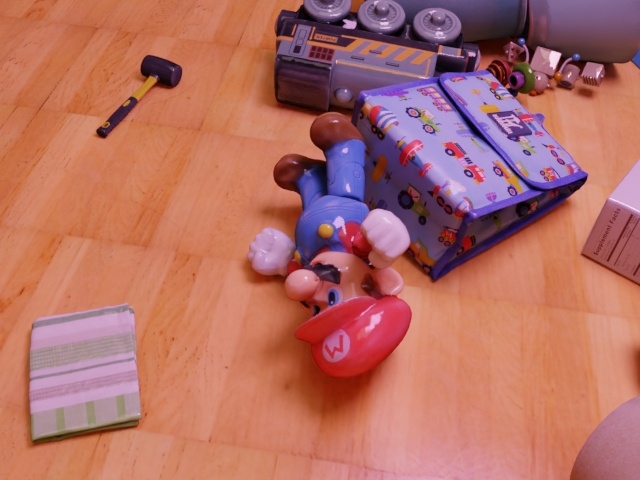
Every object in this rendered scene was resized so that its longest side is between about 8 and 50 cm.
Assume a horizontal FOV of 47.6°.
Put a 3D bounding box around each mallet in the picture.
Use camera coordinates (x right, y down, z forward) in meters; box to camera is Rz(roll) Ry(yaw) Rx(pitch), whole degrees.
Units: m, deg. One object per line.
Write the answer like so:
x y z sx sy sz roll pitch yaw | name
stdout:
-0.276 -0.219 1.120 0.062 0.039 0.189 15 51 7 | mallet

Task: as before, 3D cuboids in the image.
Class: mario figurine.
0.000 0.000 0.807 0.170 0.198 0.320 -7 53 -5 | mario figurine

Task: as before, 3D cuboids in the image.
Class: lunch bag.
0.205 -0.113 0.974 0.293 0.138 0.221 -24 63 -32 | lunch bag

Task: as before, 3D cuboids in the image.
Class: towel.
-0.252 0.140 0.778 0.113 0.023 0.152 -9 49 -10 | towel

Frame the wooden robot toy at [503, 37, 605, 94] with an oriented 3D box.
0.377 -0.273 1.215 0.173 0.076 0.079 22 83 16 | wooden robot toy

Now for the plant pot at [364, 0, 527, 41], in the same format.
0.195 -0.462 1.249 0.255 0.271 0.271 -9 45 7 | plant pot

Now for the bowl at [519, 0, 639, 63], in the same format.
0.412 -0.437 1.224 0.163 0.311 0.311 -11 45 7 | bowl

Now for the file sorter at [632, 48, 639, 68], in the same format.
0.626 -0.361 1.233 0.105 0.170 0.118 -6 46 -15 | file sorter

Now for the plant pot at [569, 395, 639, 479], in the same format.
0.346 0.253 0.578 0.257 0.256 0.274 -21 35 -23 | plant pot

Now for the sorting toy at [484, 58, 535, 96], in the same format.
0.300 -0.259 1.182 0.042 0.061 0.102 -19 27 -21 | sorting toy

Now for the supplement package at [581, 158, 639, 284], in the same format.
0.443 -0.002 0.908 0.179 0.105 0.105 33 52 24 | supplement package

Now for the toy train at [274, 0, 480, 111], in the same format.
0.080 -0.280 1.143 0.334 0.142 0.190 13 59 4 | toy train
